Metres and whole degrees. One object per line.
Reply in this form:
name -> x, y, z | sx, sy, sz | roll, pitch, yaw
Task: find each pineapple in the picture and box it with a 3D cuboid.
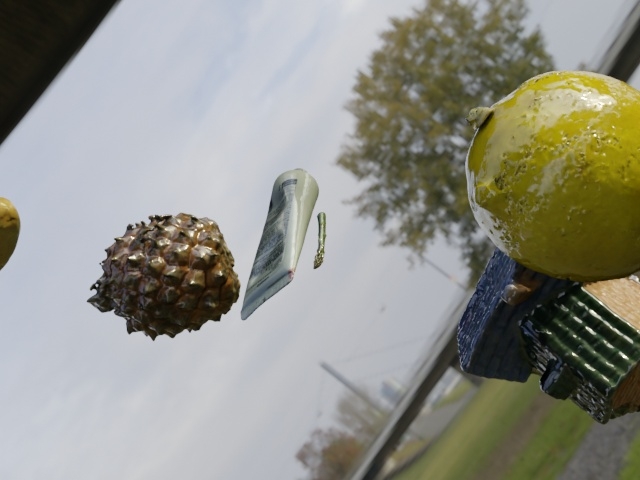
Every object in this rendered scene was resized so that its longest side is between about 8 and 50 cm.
pineapple -> -0.204, 0.047, 1.413 | 0.193, 0.166, 0.166 | -21, -14, -2

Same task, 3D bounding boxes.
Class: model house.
model house -> 0.227, 0.087, 1.070 | 0.172, 0.183, 0.167 | -8, -52, -52

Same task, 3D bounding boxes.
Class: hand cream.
hand cream -> -0.056, -0.011, 1.791 | 0.124, 0.077, 0.341 | -38, 24, 32

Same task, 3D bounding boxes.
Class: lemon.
lemon -> 0.214, -0.051, 0.913 | 0.173, 0.206, 0.174 | -173, 90, -78

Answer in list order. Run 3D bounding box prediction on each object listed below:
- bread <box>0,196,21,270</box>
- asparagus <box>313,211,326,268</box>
bread -> -0.527, 0.000, 1.552 | 0.217, 0.098, 0.147 | -14, -38, -47
asparagus -> 0.000, 0.000, 1.558 | 0.015, 0.014, 0.114 | -36, 29, 28
